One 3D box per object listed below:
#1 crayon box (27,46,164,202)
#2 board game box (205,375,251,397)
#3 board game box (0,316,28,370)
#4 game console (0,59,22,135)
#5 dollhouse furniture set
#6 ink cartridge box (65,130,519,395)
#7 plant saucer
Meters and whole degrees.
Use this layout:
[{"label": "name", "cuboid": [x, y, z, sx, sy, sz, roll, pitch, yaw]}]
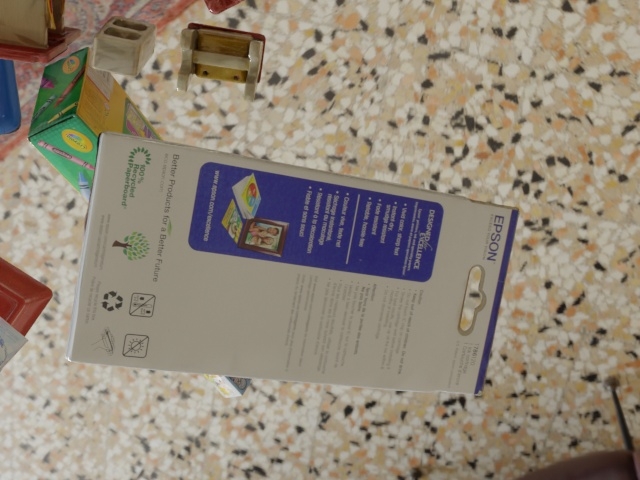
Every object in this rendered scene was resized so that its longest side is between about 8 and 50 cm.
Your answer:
[{"label": "crayon box", "cuboid": [-0.290, -0.117, 1.091, 0.081, 0.165, 0.278, -22, 134, 12]}, {"label": "board game box", "cuboid": [-0.079, 0.057, 0.722, 0.026, 0.154, 0.103, -16, 122, 40]}, {"label": "board game box", "cuboid": [-0.472, 0.144, 1.045, 0.090, 0.020, 0.090, 42, 73, -5]}, {"label": "game console", "cuboid": [-0.638, -0.295, 1.252, 0.250, 0.173, 0.293, -8, 88, -17]}, {"label": "dollhouse furniture set", "cuboid": [-0.248, -0.319, 0.940, 0.373, 0.152, 0.201, 8, 118, -6]}, {"label": "ink cartridge box", "cuboid": [-0.015, 0.025, 0.587, 0.332, 0.065, 0.166, 10, 95, -18]}, {"label": "plant saucer", "cuboid": [-0.636, 0.126, 1.271, 0.258, 0.048, 0.259, 35, 90, -11]}]
